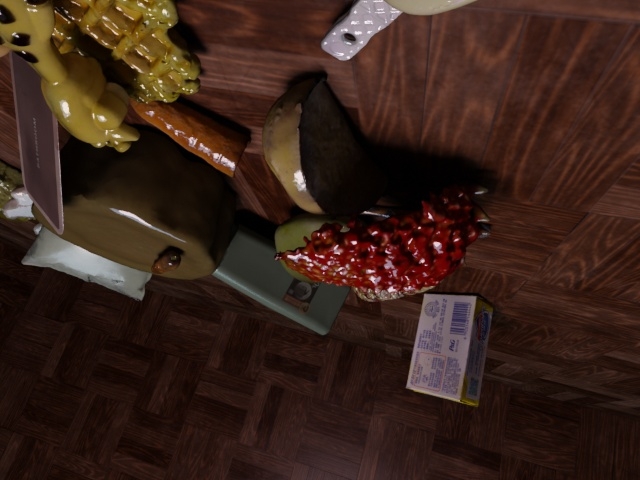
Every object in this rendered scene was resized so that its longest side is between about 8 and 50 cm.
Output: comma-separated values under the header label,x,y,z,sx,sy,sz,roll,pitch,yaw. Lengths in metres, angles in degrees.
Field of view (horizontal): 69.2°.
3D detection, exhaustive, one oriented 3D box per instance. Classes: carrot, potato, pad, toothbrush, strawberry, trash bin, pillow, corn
label,x,y,z,sx,sy,sz,roll,pitch,yaw
carrot,-0.303,0.047,0.893,0.036,0.035,0.165,27,156,-26
potato,-0.003,-0.099,0.642,0.098,0.138,0.243,9,157,36
pad,-0.437,-0.151,0.714,0.002,0.266,0.176,-19,-134,-43
toothbrush,0.140,-0.046,0.840,0.321,0.023,0.031,12,152,14
strawberry,0.090,0.025,0.691,0.307,0.137,0.233,-21,176,-12
trash bin,-0.127,0.089,1.179,0.344,0.158,0.223,30,173,-30
carrot,-0.208,-0.174,0.711,0.205,0.072,0.072,27,159,-20
pillow,-0.531,-0.015,1.159,0.312,0.310,0.119,25,-161,-28
corn,0.174,0.091,1.081,0.098,0.098,0.290,24,161,-20

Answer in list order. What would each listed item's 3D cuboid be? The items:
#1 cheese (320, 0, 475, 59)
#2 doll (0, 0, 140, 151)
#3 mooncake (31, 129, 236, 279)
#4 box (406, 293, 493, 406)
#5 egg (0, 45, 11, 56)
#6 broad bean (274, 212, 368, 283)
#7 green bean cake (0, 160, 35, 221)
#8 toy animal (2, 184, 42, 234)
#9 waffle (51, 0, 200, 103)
label,x,y,z,sx,sy,sz,roll,pitch,yaw
cheese,0.071,-0.216,0.374,0.127,0.054,0.251,25,161,-23
doll,-0.296,-0.199,0.511,0.117,0.086,0.291,15,157,15
mooncake,-0.361,-0.074,0.943,0.379,0.200,0.378,12,157,5
box,0.335,0.275,1.201,0.097,0.265,0.168,28,158,-37
egg,-0.458,-0.279,0.622,0.083,0.071,0.071,19,162,-22
broad bean,0.000,0.000,0.972,0.189,0.121,0.263,18,151,-19
green bean cake,-0.890,-0.147,1.283,0.233,0.124,0.236,0,154,41
toy animal,-0.660,-0.071,1.265,0.308,0.188,0.266,11,132,-16
waffle,-0.292,-0.268,0.533,0.307,0.060,0.312,12,159,16
